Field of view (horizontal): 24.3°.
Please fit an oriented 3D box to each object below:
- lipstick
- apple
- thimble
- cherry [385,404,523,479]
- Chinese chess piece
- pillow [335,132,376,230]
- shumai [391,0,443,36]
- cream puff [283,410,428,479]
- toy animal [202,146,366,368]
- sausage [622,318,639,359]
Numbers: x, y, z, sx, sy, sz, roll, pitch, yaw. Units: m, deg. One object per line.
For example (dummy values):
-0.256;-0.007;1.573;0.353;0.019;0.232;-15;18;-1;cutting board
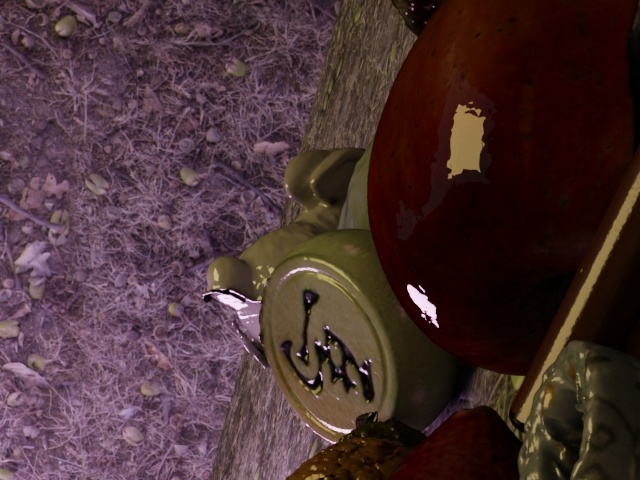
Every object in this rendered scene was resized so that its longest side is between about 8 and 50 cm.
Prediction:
0.234;-0.018;1.064;0.357;0.057;0.057;-65;10;3;lipstick
0.189;-0.084;1.287;0.329;0.295;0.365;-14;51;45;apple
0.202;0.149;0.979;0.127;0.118;0.151;123;163;-53;thimble
0.099;0.269;1.082;0.230;0.203;0.300;1;-79;-58;cherry
0.040;0.111;1.661;0.250;0.101;0.250;23;122;42;Chinese chess piece
0.090;0.006;1.805;0.310;0.138;0.283;-96;22;-59;pillow
0.096;-0.455;1.897;0.395;0.348;0.395;-168;90;-77;shumai
0.060;0.251;1.524;0.169;0.183;0.183;-63;-3;-49;cream puff
0.000;0.000;2.087;0.194;0.258;0.357;-18;41;42;toy animal
0.238;0.060;1.112;0.062;0.054;0.183;51;-136;-59;sausage
